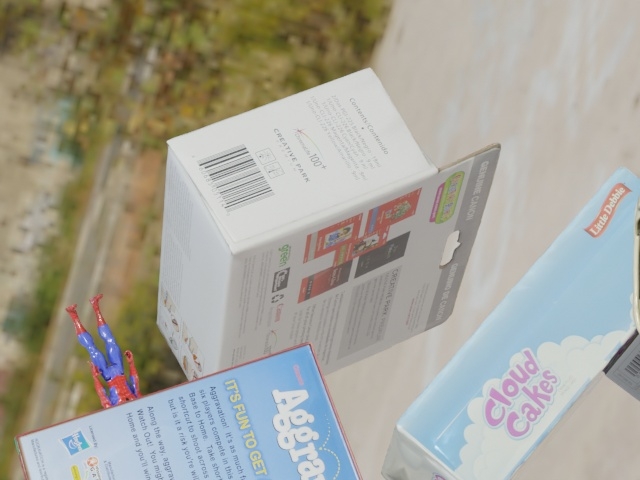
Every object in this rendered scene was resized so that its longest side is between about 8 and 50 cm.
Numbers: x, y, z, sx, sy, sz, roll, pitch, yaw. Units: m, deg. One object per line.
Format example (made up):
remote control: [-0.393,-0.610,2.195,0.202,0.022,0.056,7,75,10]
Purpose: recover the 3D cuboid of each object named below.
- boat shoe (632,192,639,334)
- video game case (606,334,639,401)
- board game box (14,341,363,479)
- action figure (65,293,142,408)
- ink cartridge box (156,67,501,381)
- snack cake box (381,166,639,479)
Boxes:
boat shoe: [0.201,-0.010,1.056,0.049,0.043,0.137,10,102,45]
video game case: [0.394,0.096,1.653,0.212,0.193,0.023,-52,5,16]
board game box: [-0.027,0.186,0.781,0.027,0.145,0.281,82,169,-59]
action figure: [-0.169,0.102,1.477,0.030,0.038,0.115,-24,89,62]
ink cartridge box: [0.000,0.000,1.687,0.130,0.272,0.309,58,157,26]
snack cake box: [0.163,0.087,1.361,0.264,0.089,0.152,-47,-10,-16]
